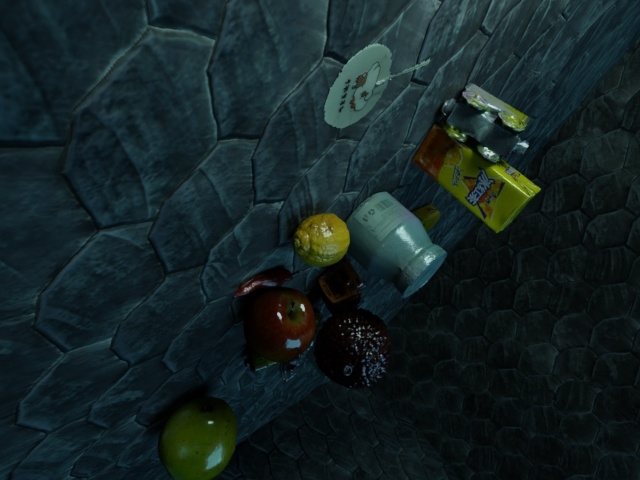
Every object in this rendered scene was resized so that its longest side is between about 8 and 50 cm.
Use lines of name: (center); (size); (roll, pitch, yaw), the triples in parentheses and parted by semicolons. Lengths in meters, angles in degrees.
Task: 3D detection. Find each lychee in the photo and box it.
lychee: (0.125, 0.396, 1.536); (0.306, 0.306, 0.330); (-56, 172, 29)

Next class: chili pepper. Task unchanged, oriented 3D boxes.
chili pepper: (-0.147, 0.113, 1.181); (0.267, 0.059, 0.051); (-13, 105, -48)

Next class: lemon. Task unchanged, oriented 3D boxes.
lemon: (0.000, 0.000, 1.099); (0.187, 0.142, 0.142); (-12, 143, -44)

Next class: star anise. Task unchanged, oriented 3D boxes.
star anise: (-0.103, 0.487, 1.746); (0.237, 0.093, 0.229); (-56, 171, 9)

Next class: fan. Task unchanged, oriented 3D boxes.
fan: (0.135, -0.342, 0.883); (0.328, 0.009, 0.191); (-30, 154, -30)

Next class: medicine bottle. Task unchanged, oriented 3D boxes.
medicine bottle: (0.237, 0.021, 1.348); (0.244, 0.290, 0.245); (-36, 157, -18)

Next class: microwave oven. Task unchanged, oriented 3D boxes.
microwave oven: (0.023, 0.544, 2.043); (0.162, 0.208, 0.122); (-53, 156, 23)

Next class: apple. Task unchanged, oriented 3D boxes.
apple: (-0.131, 0.256, 1.243); (0.229, 0.230, 0.230); (-36, 157, -18)

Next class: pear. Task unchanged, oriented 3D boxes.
pear: (-0.429, 0.699, 1.464); (0.294, 0.294, 0.294); (-36, 157, -18)

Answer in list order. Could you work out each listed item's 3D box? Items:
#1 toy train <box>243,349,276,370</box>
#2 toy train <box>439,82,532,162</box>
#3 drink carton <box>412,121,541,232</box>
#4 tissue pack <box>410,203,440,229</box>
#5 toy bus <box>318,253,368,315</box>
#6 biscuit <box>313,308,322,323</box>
toy train: (-0.175, 0.431, 1.565); (0.225, 0.090, 0.137); (-12, 170, -25)
toy train: (0.473, -0.336, 1.175); (0.177, 0.260, 0.134); (-42, 164, -44)
drink carton: (0.465, -0.202, 1.255); (0.111, 0.351, 0.155); (-23, 151, -40)
tissue pack: (0.433, -0.080, 1.790); (0.169, 0.082, 0.120); (-21, 148, -44)
toy bus: (0.079, 0.185, 1.577); (0.153, 0.143, 0.329); (-29, 159, -11)
biscuit: (-0.117, 0.416, 1.793); (0.317, 0.040, 0.318); (-36, 156, -18)
